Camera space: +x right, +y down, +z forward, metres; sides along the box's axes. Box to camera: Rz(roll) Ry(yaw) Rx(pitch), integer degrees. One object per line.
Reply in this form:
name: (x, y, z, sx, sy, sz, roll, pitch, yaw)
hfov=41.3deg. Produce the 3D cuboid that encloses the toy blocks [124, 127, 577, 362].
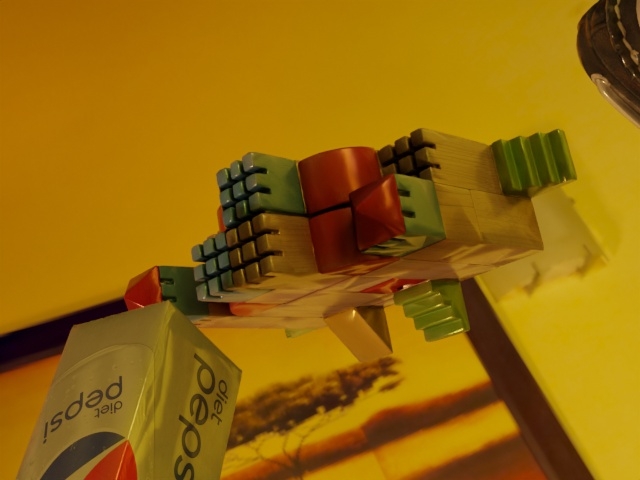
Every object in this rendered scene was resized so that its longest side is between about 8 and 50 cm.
toy blocks: (0.000, 0.000, 0.761, 0.261, 0.190, 0.381, 6, -22, -45)

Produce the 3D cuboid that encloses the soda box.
soda box: (-0.133, 0.183, 0.524, 0.091, 0.286, 0.098, -15, -46, 26)

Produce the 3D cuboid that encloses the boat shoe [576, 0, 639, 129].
boat shoe: (0.275, -0.058, 0.438, 0.114, 0.303, 0.091, -60, 8, -11)
